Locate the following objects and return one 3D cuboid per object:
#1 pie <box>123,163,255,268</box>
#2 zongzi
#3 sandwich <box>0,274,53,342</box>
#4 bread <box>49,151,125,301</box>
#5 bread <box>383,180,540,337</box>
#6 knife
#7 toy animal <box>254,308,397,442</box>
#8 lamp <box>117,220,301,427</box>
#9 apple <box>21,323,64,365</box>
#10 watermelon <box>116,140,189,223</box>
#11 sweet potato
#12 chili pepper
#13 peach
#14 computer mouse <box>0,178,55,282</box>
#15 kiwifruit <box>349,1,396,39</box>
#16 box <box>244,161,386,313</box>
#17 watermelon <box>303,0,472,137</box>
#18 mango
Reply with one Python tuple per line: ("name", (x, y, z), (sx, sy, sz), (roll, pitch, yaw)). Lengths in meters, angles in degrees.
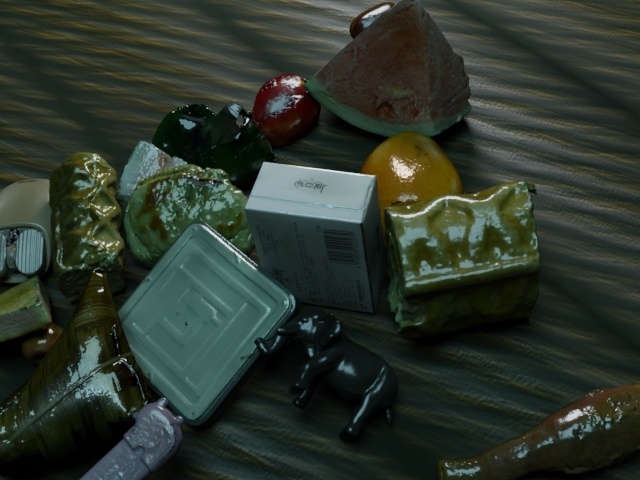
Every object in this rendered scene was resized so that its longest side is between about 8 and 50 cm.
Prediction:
("pie", (-0.239, -0.042, 1.646), (0.248, 0.090, 0.201), (0, 87, 10))
("zongzi", (-0.429, 0.210, 1.463), (0.286, 0.134, 0.288), (-18, 76, -6))
("sandwich", (-0.545, 0.137, 1.563), (0.162, 0.058, 0.193), (-29, 19, -12))
("bread", (-0.429, -0.036, 1.659), (0.152, 0.130, 0.267), (-27, 59, 27))
("bread", (0.233, 0.034, 1.480), (0.252, 0.196, 0.238), (-3, 74, -1))
("knife", (-0.354, 0.401, 1.353), (0.398, 0.038, 0.132), (-44, 76, -4))
("toy animal", (0.012, 0.206, 1.434), (0.245, 0.114, 0.146), (39, 68, -11))
("lamp", (-0.202, 0.135, 1.519), (0.266, 0.047, 0.269), (37, 86, 28))
("apple", (-0.472, 0.178, 1.563), (0.084, 0.084, 0.071), (-3, 51, 7))
("watermelon", (-0.273, -0.088, 1.735), (0.241, 0.094, 0.154), (13, 64, 15))
("sweet potato", (0.359, 0.297, 1.334), (0.385, 0.109, 0.109), (-20, 53, -5))
("chili pepper", (-0.217, -0.196, 1.776), (0.264, 0.116, 0.148), (25, 64, 25))
("peach", (-0.079, -0.266, 1.822), (0.172, 0.092, 0.127), (-39, 60, -22))
("computer mouse", (-0.565, -0.026, 1.728), (0.145, 0.082, 0.236), (-3, 52, 6))
("kiwifruit", (0.120, -0.466, 1.951), (0.124, 0.075, 0.075), (-34, 56, -11))
("box", (0.000, 0.000, 1.508), (0.194, 0.260, 0.111), (8, 56, 14))
("watermelon", (0.132, -0.317, 1.740), (0.283, 0.292, 0.250), (42, 93, 28))
("mango", (0.155, -0.108, 1.641), (0.187, 0.138, 0.257), (-21, 40, 10))
